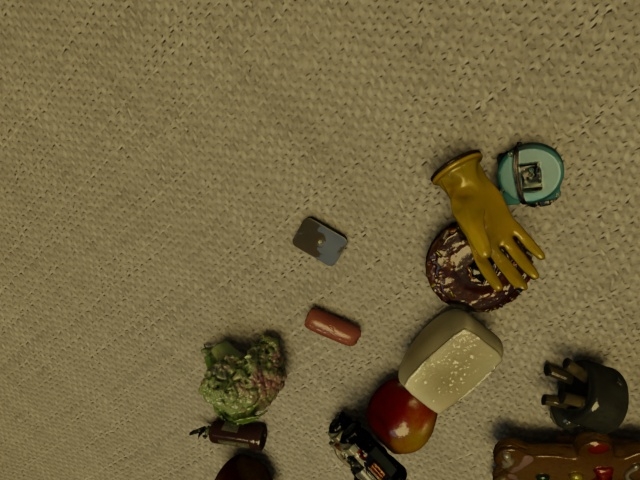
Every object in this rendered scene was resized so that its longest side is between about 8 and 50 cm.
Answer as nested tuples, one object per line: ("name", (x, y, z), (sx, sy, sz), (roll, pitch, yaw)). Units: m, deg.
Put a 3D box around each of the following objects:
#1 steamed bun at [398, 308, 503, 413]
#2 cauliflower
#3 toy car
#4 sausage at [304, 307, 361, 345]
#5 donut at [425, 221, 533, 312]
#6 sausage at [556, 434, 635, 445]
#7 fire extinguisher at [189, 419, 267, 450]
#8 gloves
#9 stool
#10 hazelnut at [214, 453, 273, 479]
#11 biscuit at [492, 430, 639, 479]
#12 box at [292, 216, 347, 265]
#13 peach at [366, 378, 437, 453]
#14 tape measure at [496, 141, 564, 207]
("steamed bun", (0.312, 0.284, 1.031), (0.146, 0.164, 0.241), (39, 108, -3))
("cauliflower", (-0.235, 0.364, 1.167), (0.315, 0.257, 0.238), (37, 121, 30))
("toy car", (0.110, 0.573, 1.127), (0.118, 0.301, 0.193), (-42, 87, -15))
("sausage", (0.033, 0.234, 1.125), (0.154, 0.062, 0.062), (23, 113, 2))
("donut", (0.362, 0.057, 0.975), (0.231, 0.096, 0.215), (-2, 111, 13))
("sausage", (0.728, 0.541, 1.109), (0.187, 0.043, 0.043), (-2, 110, 13))
("fire extinguisher", (-0.291, 0.610, 1.313), (0.231, 0.099, 0.071), (3, 89, 9))
("gloves", (0.353, -0.034, 0.865), (0.133, 0.116, 0.294), (-26, 74, 3))
("stool", (0.620, 0.384, 1.011), (0.140, 0.153, 0.227), (18, 113, 4))
("hazelnut", (-0.238, 0.778, 1.326), (0.170, 0.160, 0.201), (-23, 110, 46))
("biscuit", (0.676, 0.592, 1.085), (0.433, 0.064, 0.282), (-8, 126, 15))
("box", (0.000, 0.000, 1.062), (0.126, 0.031, 0.091), (29, 113, 0))
("peach", (0.223, 0.456, 1.112), (0.198, 0.197, 0.197), (4, 111, 10))
("tape measure", (0.446, -0.141, 0.890), (0.125, 0.081, 0.145), (-5, 107, 31))
